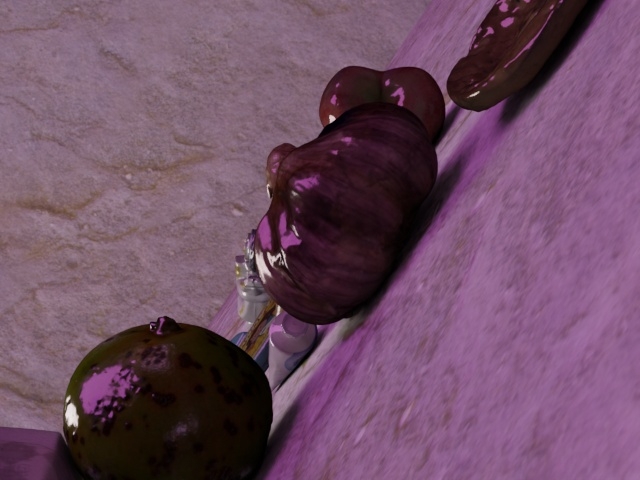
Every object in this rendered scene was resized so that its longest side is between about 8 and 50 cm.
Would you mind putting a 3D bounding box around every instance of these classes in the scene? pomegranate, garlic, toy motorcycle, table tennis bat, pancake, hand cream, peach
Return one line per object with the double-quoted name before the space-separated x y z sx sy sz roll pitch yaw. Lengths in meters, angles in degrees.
"pomegranate" -0.148 0.198 1.515 0.211 0.211 0.263 -68 -21 -68
"garlic" 0.013 -0.036 1.526 0.245 0.160 0.245 -55 6 8
"toy motorcycle" -0.096 0.064 2.331 0.229 0.074 0.151 99 176 -79
"table tennis bat" -0.092 0.146 2.132 0.215 0.044 0.329 -58 7 -10
"pancake" 0.209 -0.208 1.410 0.242 0.050 0.242 -48 12 13
"hand cream" -0.031 0.117 1.703 0.084 0.053 0.142 -57 -11 -23
"peach" 0.073 -0.142 1.829 0.152 0.152 0.152 -56 5 7

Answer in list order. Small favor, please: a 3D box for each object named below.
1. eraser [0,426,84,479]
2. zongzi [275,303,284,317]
"eraser" -0.244 0.293 1.333 0.082 0.213 0.397 -24 10 -2
"zongzi" -0.005 0.014 1.973 0.178 0.081 0.189 -65 -4 18
